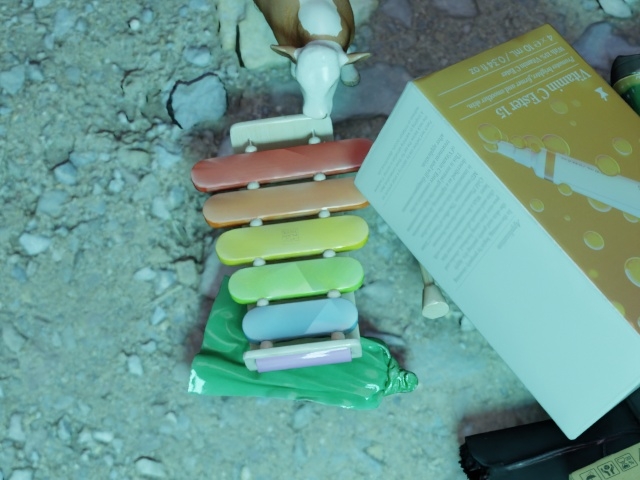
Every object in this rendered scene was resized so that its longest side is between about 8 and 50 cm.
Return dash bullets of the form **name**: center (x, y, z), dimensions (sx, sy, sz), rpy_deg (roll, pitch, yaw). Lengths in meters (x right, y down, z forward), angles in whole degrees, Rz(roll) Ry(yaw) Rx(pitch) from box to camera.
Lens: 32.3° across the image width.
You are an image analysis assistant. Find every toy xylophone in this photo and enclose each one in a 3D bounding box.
- **toy xylophone**: center (0.000, 0.000, 1.170), dimensions (0.236, 0.081, 0.322), rpy_deg (-14, 55, -4)

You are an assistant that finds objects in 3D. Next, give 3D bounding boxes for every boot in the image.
- **boot**: center (0.262, 0.266, 1.073), dimensions (0.207, 0.094, 0.246), rpy_deg (-19, 46, -3)

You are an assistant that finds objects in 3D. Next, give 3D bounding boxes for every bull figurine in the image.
- **bull figurine**: center (-0.024, -0.262, 1.224), dimensions (0.101, 0.188, 0.310), rpy_deg (-19, 73, -2)

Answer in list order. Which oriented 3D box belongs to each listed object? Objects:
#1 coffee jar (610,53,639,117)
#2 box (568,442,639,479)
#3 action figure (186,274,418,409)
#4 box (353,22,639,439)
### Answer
- **coffee jar**: center (0.377, -0.121, 1.216), dimensions (0.096, 0.079, 0.184), rpy_deg (-7, 74, 4)
- **box**: center (0.353, 0.235, 0.993), dimensions (0.201, 0.021, 0.164), rpy_deg (-22, 43, -8)
- **action figure**: center (-0.010, 0.128, 1.173), dimensions (0.232, 0.063, 0.137), rpy_deg (12, 73, 11)
- **box**: center (0.237, -0.018, 1.103), dimensions (0.215, 0.168, 0.345), rpy_deg (-28, 70, -35)
